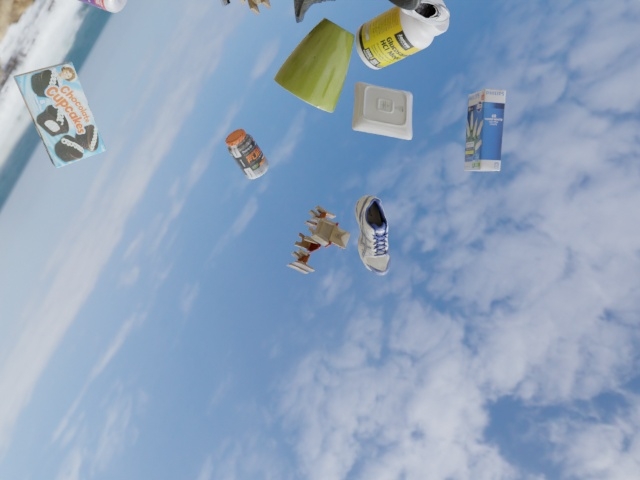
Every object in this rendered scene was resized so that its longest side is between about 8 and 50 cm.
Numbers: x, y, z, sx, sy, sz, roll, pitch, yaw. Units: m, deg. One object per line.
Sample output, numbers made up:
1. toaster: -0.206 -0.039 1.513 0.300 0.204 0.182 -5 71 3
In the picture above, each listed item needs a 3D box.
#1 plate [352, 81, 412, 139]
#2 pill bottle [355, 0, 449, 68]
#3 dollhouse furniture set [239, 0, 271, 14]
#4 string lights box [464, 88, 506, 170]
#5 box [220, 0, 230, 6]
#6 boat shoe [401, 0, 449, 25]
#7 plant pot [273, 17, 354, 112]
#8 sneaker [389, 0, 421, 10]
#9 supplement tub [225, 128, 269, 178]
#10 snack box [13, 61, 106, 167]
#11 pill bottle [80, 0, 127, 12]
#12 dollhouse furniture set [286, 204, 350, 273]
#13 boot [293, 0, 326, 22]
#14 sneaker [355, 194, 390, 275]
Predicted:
1. plate: 0.286 -0.595 2.374 0.045 0.277 0.278 112 -15 -61
2. pill bottle: 0.309 -0.797 2.012 0.333 0.187 0.188 -10 -124 47
3. dollhouse furniture set: -0.150 -0.748 1.373 0.212 0.242 0.161 -19 -98 21
4. string lights box: 0.550 -0.365 1.774 0.133 0.076 0.260 -144 -125 -80
5. box: -0.375 -0.946 1.966 0.027 0.137 0.094 -23 -156 -6
6. boat shoe: 0.322 -0.674 1.554 0.063 0.184 0.066 46 -59 45
7. plant pot: 0.001 -0.702 2.067 0.294 0.274 0.275 -60 -153 20
8. sneaker: 0.198 -0.718 1.389 0.145 0.270 0.090 -38 157 -23
9. supplement tub: -0.303 -0.357 2.175 0.116 0.190 0.117 -20 -140 18
10. snack box: -0.903 -0.438 1.847 0.187 0.322 0.060 -29 -148 -28
11. pill bottle: -0.881 -0.976 1.938 0.181 0.322 0.182 -163 -90 -85
12. dollhouse furniture set: 0.000 0.000 2.144 0.259 0.135 0.262 -26 -141 65
13. boot: -0.017 -0.911 2.005 0.246 0.161 0.084 125 -41 -79
14. sneaker: 0.192 -0.016 1.890 0.131 0.111 0.297 180 -105 -78
